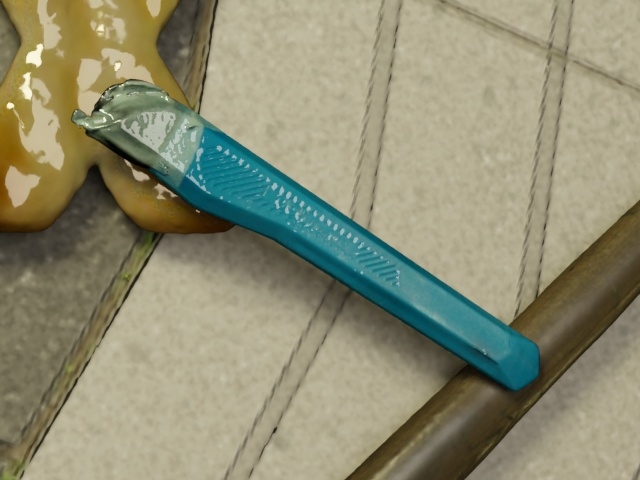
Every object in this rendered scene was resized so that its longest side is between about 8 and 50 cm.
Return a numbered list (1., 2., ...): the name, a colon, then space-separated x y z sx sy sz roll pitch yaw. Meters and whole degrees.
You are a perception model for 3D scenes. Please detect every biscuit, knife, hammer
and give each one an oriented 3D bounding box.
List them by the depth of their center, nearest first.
1. knife: -0.001 0.000 0.994 0.296 0.026 0.044 34 67 -16
2. biscuit: -0.124 -0.105 1.000 0.164 0.047 0.208 1 82 -18
3. hammer: 0.172 0.013 1.090 0.440 0.044 0.168 -42 95 -19
